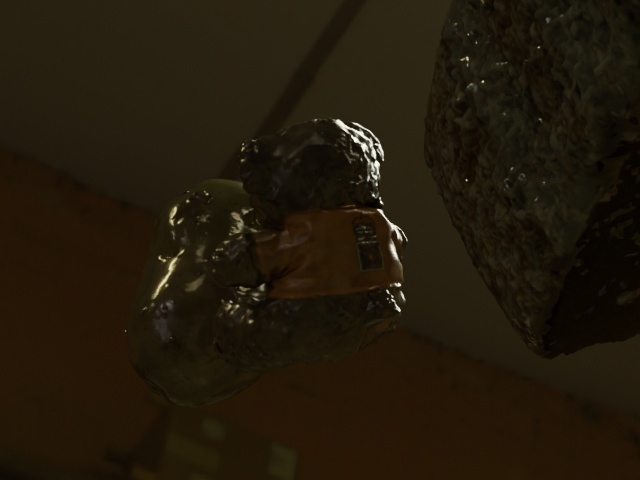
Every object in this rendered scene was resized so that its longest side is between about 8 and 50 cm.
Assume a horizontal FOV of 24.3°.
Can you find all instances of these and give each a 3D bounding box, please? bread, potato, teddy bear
[{"bbox_3d":[0.135,-0.135,0.620,0.113,0.165,0.416,-7,-39,-16],"label":"bread"},{"bbox_3d":[-0.103,0.054,1.487,0.165,0.262,0.165,5,-38,4],"label":"potato"},{"bbox_3d":[0.000,0.000,1.165,0.177,0.190,0.140,-12,3,-33],"label":"teddy bear"}]
